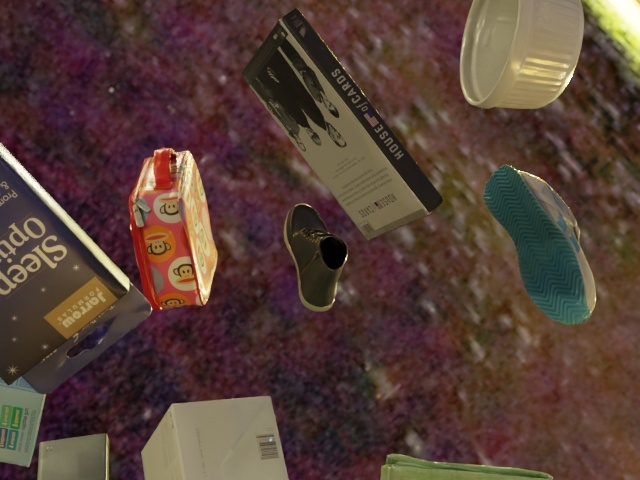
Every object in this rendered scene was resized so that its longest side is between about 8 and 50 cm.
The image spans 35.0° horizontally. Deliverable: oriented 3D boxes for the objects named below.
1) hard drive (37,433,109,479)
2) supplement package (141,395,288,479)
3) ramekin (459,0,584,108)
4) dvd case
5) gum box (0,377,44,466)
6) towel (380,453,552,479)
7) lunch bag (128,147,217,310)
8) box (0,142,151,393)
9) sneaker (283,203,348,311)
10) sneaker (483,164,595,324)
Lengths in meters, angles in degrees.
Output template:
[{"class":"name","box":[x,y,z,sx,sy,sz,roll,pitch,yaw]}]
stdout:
[{"class":"hard drive","box":[-0.333,0.330,1.368,0.094,0.022,0.135,-8,51,-2]},{"class":"supplement package","box":[-0.205,0.441,1.925,0.198,0.263,0.199,-1,60,-25]},{"class":"ramekin","box":[0.288,-0.285,1.447,0.109,0.207,0.207,8,37,-13]},{"class":"dvd case","box":[0.016,-0.112,1.064,0.239,0.029,0.179,52,-18,-4]},{"class":"gum box","box":[-0.418,0.190,1.181,0.184,0.157,0.041,15,43,-11]},{"class":"towel","box":[0.205,0.473,1.551,0.247,0.325,0.038,5,26,4]},{"class":"lunch bag","box":[-0.266,-0.038,1.828,0.293,0.120,0.258,-95,177,-66]},{"class":"box","box":[-0.261,0.026,0.852,0.225,0.136,0.036,50,6,-23]},{"class":"sneaker","box":[0.000,0.000,1.734,0.083,0.118,0.222,2,50,-21]},{"class":"sneaker","box":[0.290,0.003,1.266,0.092,0.087,0.229,11,47,-38]}]
